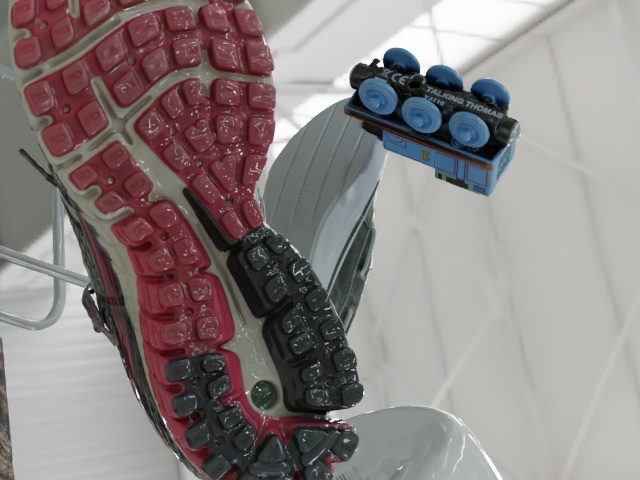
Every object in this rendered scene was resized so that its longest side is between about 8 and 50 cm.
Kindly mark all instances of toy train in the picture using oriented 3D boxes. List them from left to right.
[{"bbox_3d":[0.111,-0.119,1.337,0.184,0.080,0.105,22,-37,18],"label":"toy train"}]

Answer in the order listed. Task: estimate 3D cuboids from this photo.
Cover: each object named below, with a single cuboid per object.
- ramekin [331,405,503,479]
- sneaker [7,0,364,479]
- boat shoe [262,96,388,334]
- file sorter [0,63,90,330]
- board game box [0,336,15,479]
[{"bbox_3d":[0.017,0.233,0.937,0.277,0.277,0.135,-11,-70,56],"label":"ramekin"},{"bbox_3d":[-0.081,-0.017,0.643,0.112,0.120,0.299,-8,-82,64],"label":"sneaker"},{"bbox_3d":[0.000,0.000,1.430,0.121,0.119,0.335,4,-123,32],"label":"boat shoe"},{"bbox_3d":[-0.269,-0.022,0.837,0.277,0.173,0.193,-21,-118,29],"label":"file sorter"},{"bbox_3d":[-0.357,0.230,1.009,0.141,0.232,0.291,-43,-128,52],"label":"board game box"}]
